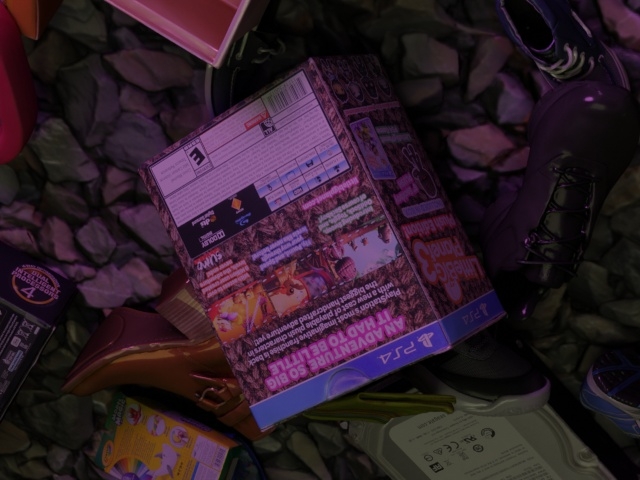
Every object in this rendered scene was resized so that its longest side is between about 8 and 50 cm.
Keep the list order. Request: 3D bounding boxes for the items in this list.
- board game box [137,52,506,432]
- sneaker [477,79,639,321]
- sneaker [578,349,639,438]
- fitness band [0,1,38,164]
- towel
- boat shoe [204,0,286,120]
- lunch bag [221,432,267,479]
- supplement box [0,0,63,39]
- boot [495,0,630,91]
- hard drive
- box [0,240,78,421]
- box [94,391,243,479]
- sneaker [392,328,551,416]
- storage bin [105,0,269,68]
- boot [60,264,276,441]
[{"bbox_3d":[0.000,0.000,1.190,0.232,0.141,0.291,-27,86,31],"label":"board game box"},{"bbox_3d":[0.229,-0.028,1.163,0.109,0.130,0.286,13,139,-3],"label":"sneaker"},{"bbox_3d":[0.383,0.185,1.341,0.211,0.080,0.081,25,148,-2],"label":"sneaker"},{"bbox_3d":[-0.396,-0.183,1.245,0.209,0.054,0.291,13,147,7],"label":"fitness band"},{"bbox_3d":[0.055,0.175,1.265,0.102,0.021,0.237,3,169,-13],"label":"towel"},{"bbox_3d":[-0.067,-0.197,1.187,0.065,0.075,0.206,16,122,8],"label":"boat shoe"},{"bbox_3d":[-0.142,0.315,1.557,0.128,0.096,0.151,-9,108,23],"label":"lunch bag"},{"bbox_3d":[-0.370,-0.283,1.200,0.233,0.078,0.080,22,147,0],"label":"supplement box"},{"bbox_3d":[0.219,-0.169,1.120,0.069,0.086,0.190,-31,111,31],"label":"boot"},{"bbox_3d":[0.217,0.266,1.439,0.237,0.064,0.339,-31,112,31],"label":"hard drive"},{"bbox_3d":[-0.521,0.126,1.523,0.318,0.097,0.395,30,126,-8],"label":"box"},{"bbox_3d":[-0.192,0.264,1.509,0.179,0.043,0.105,22,97,22],"label":"box"},{"bbox_3d":[0.123,0.071,1.268,0.268,0.101,0.153,24,121,29],"label":"sneaker"},{"bbox_3d":[-0.123,-0.336,1.037,0.260,0.123,0.262,31,118,2],"label":"storage bin"},{"bbox_3d":[-0.155,0.159,1.455,0.283,0.109,0.220,-36,113,25],"label":"boot"}]
